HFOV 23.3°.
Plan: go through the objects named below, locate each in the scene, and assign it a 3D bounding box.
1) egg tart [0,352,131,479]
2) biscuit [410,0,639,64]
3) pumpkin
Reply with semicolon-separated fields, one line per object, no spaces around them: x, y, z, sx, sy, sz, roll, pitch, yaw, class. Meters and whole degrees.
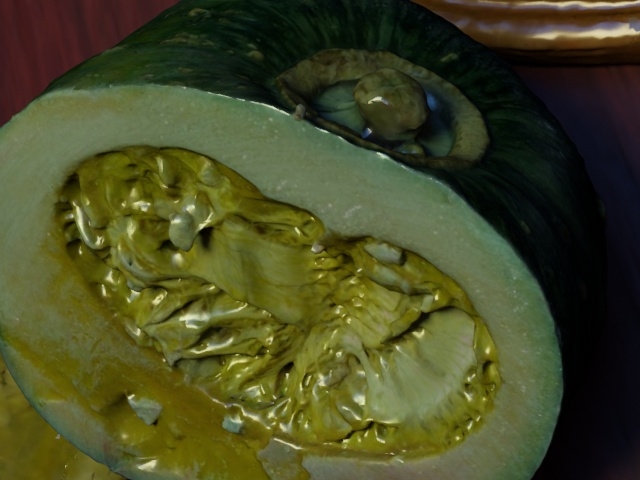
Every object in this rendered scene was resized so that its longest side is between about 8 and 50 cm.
-0.232;0.076;0.895;0.290;0.115;0.290;-9;67;22;egg tart
0.137;-0.300;0.910;0.349;0.078;0.455;-21;64;19;biscuit
0.000;0.000;0.763;0.293;0.263;0.197;24;39;14;pumpkin
